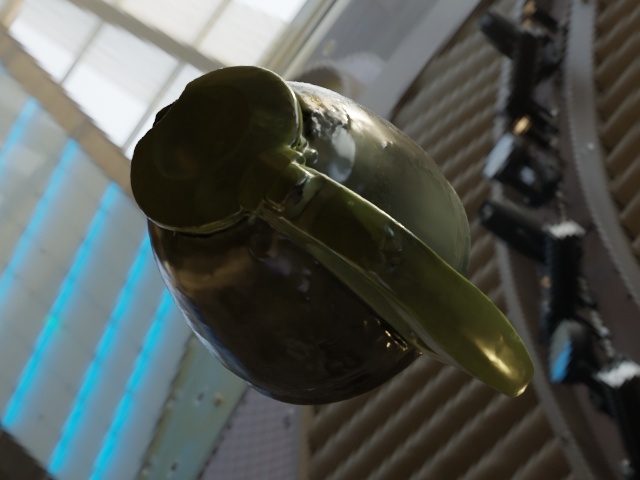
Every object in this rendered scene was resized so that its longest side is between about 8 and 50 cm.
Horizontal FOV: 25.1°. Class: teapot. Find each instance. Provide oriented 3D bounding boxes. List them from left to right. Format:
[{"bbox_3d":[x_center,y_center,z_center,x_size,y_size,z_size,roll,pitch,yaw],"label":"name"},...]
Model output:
[{"bbox_3d":[-0.020,0.009,1.099,0.239,0.239,0.321,-33,-131,12],"label":"teapot"}]
